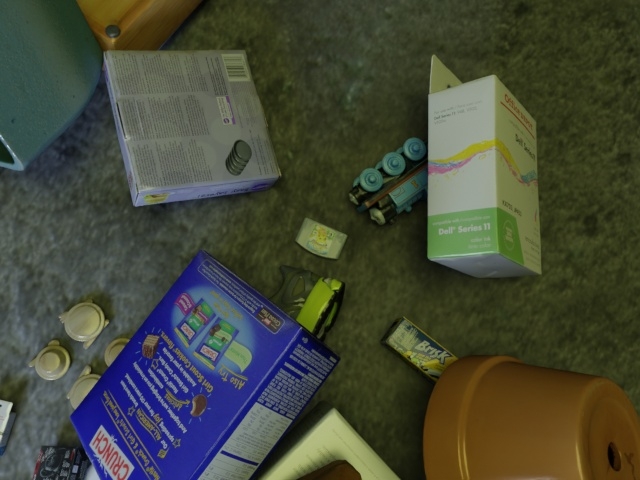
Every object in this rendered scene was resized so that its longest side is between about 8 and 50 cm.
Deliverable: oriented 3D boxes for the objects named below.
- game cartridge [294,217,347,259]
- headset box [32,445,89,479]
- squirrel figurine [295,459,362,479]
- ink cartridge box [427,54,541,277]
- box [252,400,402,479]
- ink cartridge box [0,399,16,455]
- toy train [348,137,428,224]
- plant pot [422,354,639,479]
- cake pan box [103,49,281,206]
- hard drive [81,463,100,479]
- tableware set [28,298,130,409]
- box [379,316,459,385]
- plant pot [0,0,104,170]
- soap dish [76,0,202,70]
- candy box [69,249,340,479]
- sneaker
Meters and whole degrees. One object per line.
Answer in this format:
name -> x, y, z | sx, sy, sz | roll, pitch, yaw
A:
game cartridge -> 0.000, 0.000, 0.985 | 0.083, 0.017, 0.056 | 23, 80, 1
headset box -> -0.396, 0.345, 0.845 | 0.083, 0.032, 0.062 | -9, 60, 24
squirrel figurine -> -0.042, 0.525, 0.601 | 0.397, 0.281, 0.370 | -27, 93, 4
ink cartridge box -> 0.276, -0.127, 0.932 | 0.119, 0.207, 0.353 | -7, 74, 37
box -> -0.040, 0.435, 0.805 | 0.345, 0.168, 0.215 | -42, 85, -13
ink cartridge box -> -0.509, 0.289, 0.869 | 0.048, 0.028, 0.083 | 14, 77, -2
toy train -> 0.140, -0.103, 0.990 | 0.184, 0.080, 0.105 | -36, 89, -12
plant pot -> 0.314, 0.298, 0.783 | 0.291, 0.203, 0.291 | 15, 66, -36
cake pan box -> -0.219, -0.203, 0.949 | 0.245, 0.070, 0.267 | -11, 79, -29
hard drive -> -0.361, 0.471, 0.777 | 0.318, 0.040, 0.210 | -44, 46, -12
tableware set -> -0.377, 0.190, 0.908 | 0.168, 0.020, 0.141 | 40, 75, 6
box -> 0.184, 0.201, 0.932 | 0.169, 0.059, 0.054 | 38, 78, 4
plant pot -> -0.498, -0.293, 0.869 | 0.247, 0.248, 0.252 | 13, 48, 31
soap dish -> -0.354, -0.458, 1.005 | 0.229, 0.118, 0.291 | 35, 76, 3
candy box -> -0.170, 0.208, 0.784 | 0.317, 0.122, 0.268 | -51, 45, -8
sneaker -> -0.078, 0.175, 0.907 | 0.121, 0.111, 0.300 | 28, 76, 21
